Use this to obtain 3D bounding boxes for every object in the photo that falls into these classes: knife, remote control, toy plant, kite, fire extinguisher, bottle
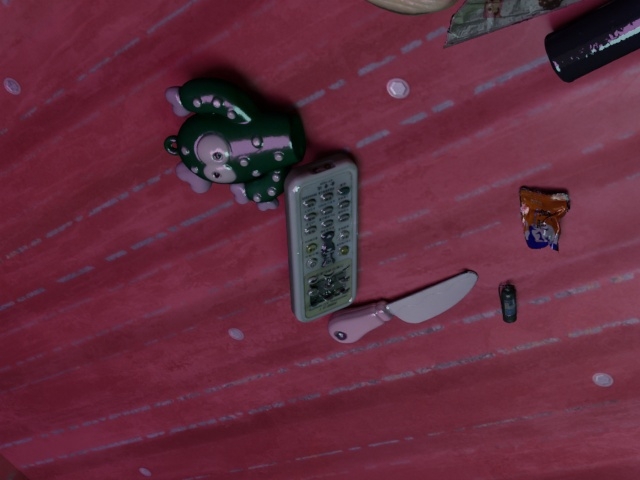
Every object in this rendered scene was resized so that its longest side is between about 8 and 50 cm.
[{"bbox_3d":[0.153,0.130,1.647,0.335,0.043,0.081,-21,124,35],"label":"knife"},{"bbox_3d":[0.000,0.000,1.555,0.065,0.128,0.335,48,151,40],"label":"remote control"},{"bbox_3d":[-0.147,-0.157,1.479,0.243,0.113,0.233,18,132,1],"label":"toy plant"},{"bbox_3d":[0.261,-0.356,1.080,0.267,0.013,0.323,22,107,-36],"label":"kite"},{"bbox_3d":[0.323,0.103,1.549,0.038,0.025,0.083,25,141,37],"label":"fire extinguisher"},{"bbox_3d":[0.404,-0.279,1.126,0.244,0.072,0.082,-26,72,39],"label":"bottle"}]

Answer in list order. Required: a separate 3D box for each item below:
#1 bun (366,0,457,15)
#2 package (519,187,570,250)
[{"bbox_3d":[0.121,-0.392,1.134,0.222,0.128,0.222,20,145,14],"label":"bun"},{"bbox_3d":[0.352,-0.032,1.408,0.077,0.033,0.111,18,126,43],"label":"package"}]
